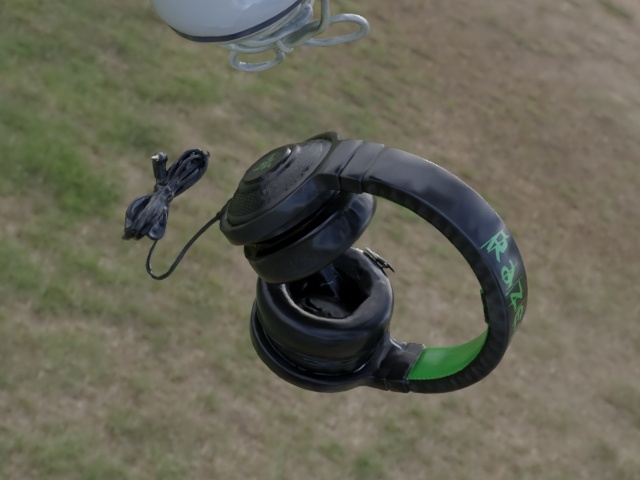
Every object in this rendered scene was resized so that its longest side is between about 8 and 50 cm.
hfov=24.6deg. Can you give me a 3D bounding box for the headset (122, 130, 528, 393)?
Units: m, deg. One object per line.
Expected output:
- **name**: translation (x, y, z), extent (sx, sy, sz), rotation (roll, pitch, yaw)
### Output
- **headset**: translation (0.000, 0.000, 1.301), extent (0.394, 0.243, 0.185), rotation (9, 43, 26)

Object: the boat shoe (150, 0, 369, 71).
- **boat shoe**: translation (-0.040, -0.186, 1.022), extent (0.136, 0.156, 0.367), rotation (-9, 31, 5)
